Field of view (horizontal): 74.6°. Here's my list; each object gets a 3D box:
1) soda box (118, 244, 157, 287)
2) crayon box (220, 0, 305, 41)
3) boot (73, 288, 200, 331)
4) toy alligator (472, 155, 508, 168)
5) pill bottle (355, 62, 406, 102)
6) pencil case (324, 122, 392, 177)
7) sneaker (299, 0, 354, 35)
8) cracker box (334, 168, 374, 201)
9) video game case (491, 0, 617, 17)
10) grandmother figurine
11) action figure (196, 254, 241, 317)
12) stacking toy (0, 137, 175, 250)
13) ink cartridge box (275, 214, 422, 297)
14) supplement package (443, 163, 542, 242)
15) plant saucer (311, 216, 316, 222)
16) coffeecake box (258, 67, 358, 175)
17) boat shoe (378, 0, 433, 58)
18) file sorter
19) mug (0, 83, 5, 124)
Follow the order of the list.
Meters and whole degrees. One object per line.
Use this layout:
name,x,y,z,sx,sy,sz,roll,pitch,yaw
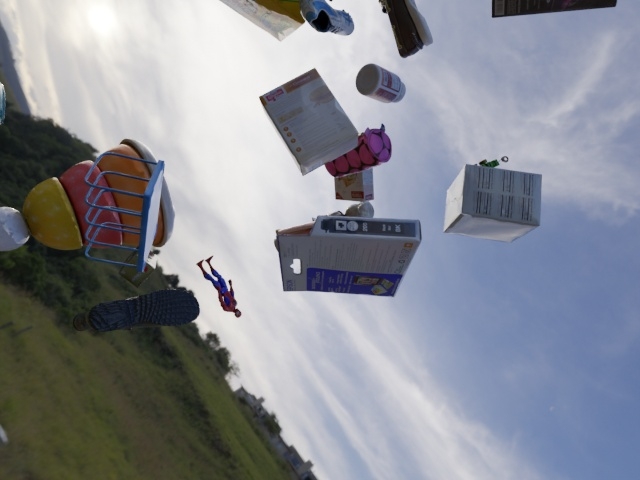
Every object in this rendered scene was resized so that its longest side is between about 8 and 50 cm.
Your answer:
soda box,-0.459,0.060,1.065,0.058,0.061,0.181,43,-7,-19
crayon box,-0.203,-0.776,1.307,0.106,0.313,0.363,-60,-157,7
boot,-0.422,0.164,0.972,0.161,0.247,0.083,-16,-102,51
toy alligator,0.576,-0.253,1.433,0.056,0.190,0.051,64,-10,4
pill bottle,0.246,-0.615,1.669,0.121,0.216,0.121,2,-87,41
pencil case,0.089,-0.229,1.101,0.098,0.095,0.209,30,-23,-28
sneaker,0.023,-0.618,1.192,0.085,0.237,0.086,-9,-89,35
cracker box,0.124,-0.270,1.619,0.156,0.067,0.232,10,-69,46
video game case,0.544,-0.636,0.977,0.274,0.026,0.196,12,-41,31
grandmother figurine,0.015,-0.043,1.393,0.207,0.342,0.104,-98,163,-52
action figure,-0.166,0.081,0.711,0.030,0.038,0.115,-30,-91,27
stacking toy,-0.703,-0.087,1.203,0.351,0.480,0.350,25,-54,41
ink cartridge box,0.038,0.031,0.685,0.206,0.208,0.045,94,-2,-60
supplement package,0.477,-0.099,1.187,0.194,0.203,0.149,84,15,-76
plant saucer,0.000,0.000,1.683,0.067,0.018,0.192,-127,-160,-61
coffeecake box,-0.025,-0.258,0.914,0.185,0.142,0.068,60,-5,13
boat shoe,0.222,-0.690,1.221,0.097,0.117,0.324,-25,-99,31
file sorter,-0.347,-0.052,0.741,0.118,0.105,0.170,-99,-154,-50
mug,-0.623,-0.252,0.746,0.158,0.097,0.129,14,-80,43
